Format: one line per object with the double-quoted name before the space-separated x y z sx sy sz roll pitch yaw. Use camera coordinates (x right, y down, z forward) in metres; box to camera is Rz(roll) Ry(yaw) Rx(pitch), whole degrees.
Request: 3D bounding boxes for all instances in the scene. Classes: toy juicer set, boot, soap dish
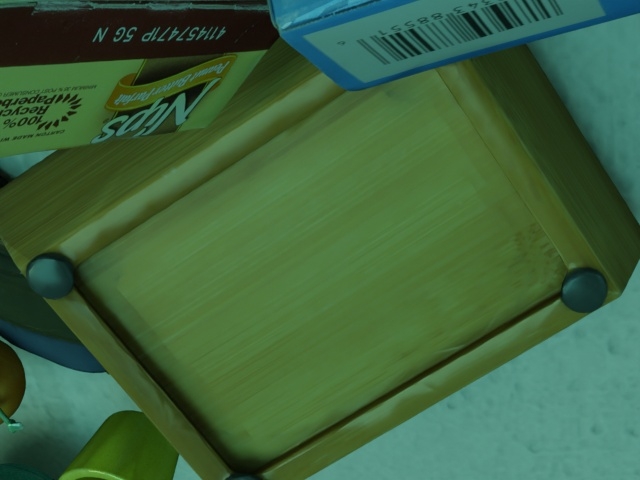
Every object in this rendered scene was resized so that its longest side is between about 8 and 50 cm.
"toy juicer set" -0.248 0.187 0.852 0.209 0.089 0.329 33 133 -10
"boot" -0.211 0.015 0.774 0.219 0.082 0.106 16 119 0
"soap dish" 0.000 0.000 0.667 0.291 0.118 0.229 -32 111 12

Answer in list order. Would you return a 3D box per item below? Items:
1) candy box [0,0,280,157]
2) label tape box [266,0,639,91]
"candy box" -0.173 -0.178 0.520 0.316 0.183 0.087 51 120 14
"label tape box" 0.081 -0.257 0.514 0.241 0.106 0.333 -13 77 19
